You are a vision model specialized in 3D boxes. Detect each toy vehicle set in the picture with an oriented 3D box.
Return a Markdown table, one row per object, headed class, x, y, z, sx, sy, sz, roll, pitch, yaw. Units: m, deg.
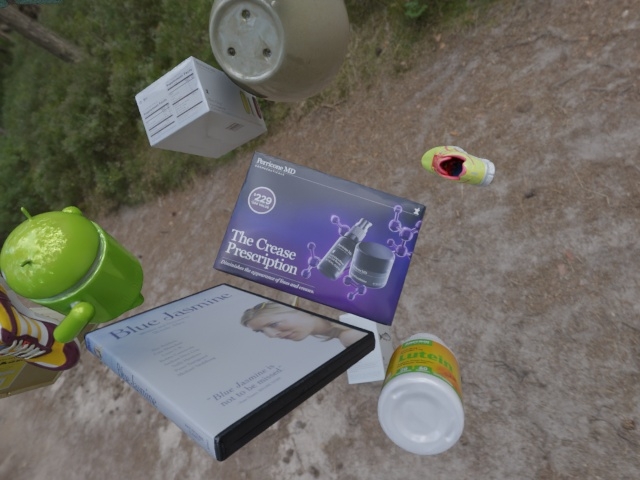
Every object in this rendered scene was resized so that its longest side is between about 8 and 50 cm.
| class | x | y | z | sx | sy | sz | roll | pitch | yaw |
| --- | --- | --- | --- | --- | --- | --- | --- | --- | --- |
| toy vehicle set | -0.485 | 0.178 | 0.609 | 0.035 | 0.267 | 0.166 | 40 | 94 | 15 |

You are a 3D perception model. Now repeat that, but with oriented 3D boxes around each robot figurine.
| class | x | y | z | sx | sy | sz | roll | pitch | yaw |
| --- | --- | --- | --- | --- | --- | --- | --- | --- | --- |
| robot figurine | -0.182 | 0.022 | 0.302 | 0.067 | 0.115 | 0.101 | -22 | 62 | -4 |

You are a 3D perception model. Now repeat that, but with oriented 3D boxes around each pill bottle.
| class | x | y | z | sx | sy | sz | roll | pitch | yaw |
| --- | --- | --- | --- | --- | --- | --- | --- | --- | --- |
| pill bottle | 0.190 | 0.262 | 0.744 | 0.136 | 0.136 | 0.246 | -47 | -7 | 17 |

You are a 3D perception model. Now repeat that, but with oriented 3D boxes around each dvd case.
| class | x | y | z | sx | sy | sz | roll | pitch | yaw |
| --- | --- | --- | --- | --- | --- | --- | --- | --- | --- |
| dvd case | -0.098 | 0.101 | 0.404 | 0.253 | 0.180 | 0.022 | 9 | 110 | 42 |

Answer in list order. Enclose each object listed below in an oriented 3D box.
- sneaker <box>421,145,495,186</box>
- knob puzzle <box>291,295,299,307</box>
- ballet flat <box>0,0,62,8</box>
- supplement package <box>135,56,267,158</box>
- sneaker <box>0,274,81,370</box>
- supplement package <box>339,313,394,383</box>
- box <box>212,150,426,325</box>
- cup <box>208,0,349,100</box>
| class | x | y | z | sx | sy | sz | roll | pitch | yaw |
| --- | --- | --- | --- | --- | --- | --- | --- | --- | --- |
| sneaker | 0.298 | -0.180 | 0.932 | 0.208 | 0.094 | 0.081 | 35 | 120 | 58 |
| knob puzzle | -0.064 | 0.256 | 0.972 | 0.030 | 0.213 | 0.213 | 7 | 64 | 6 |
| ballet flat | -0.602 | -0.481 | 0.760 | 0.070 | 0.189 | 0.070 | 41 | 142 | 42 |
| supplement package | -0.312 | -0.343 | 1.087 | 0.204 | 0.262 | 0.145 | -22 | 86 | 24 |
| sneaker | -0.377 | 0.119 | 0.487 | 0.070 | 0.185 | 0.084 | -31 | 34 | 0 |
| supplement package | 0.129 | 0.283 | 1.070 | 0.105 | 0.105 | 0.179 | -18 | 68 | 26 |
| box | 0.000 | 0.000 | 0.605 | 0.103 | 0.262 | 0.184 | 103 | -175 | -80 |
| cup | -0.119 | -0.464 | 0.911 | 0.331 | 0.331 | 0.237 | -33 | 16 | 31 |
